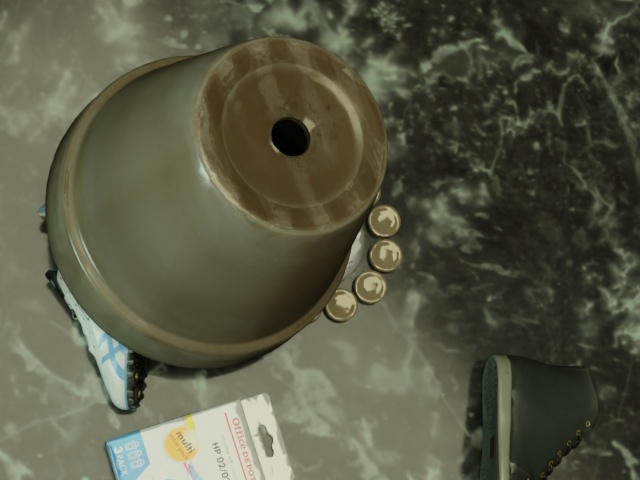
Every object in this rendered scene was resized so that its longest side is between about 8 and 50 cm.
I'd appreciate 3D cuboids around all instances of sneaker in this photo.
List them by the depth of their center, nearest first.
[{"bbox_3d":[-0.233,0.063,1.581,0.086,0.085,0.237,-15,82,4],"label":"sneaker"},{"bbox_3d":[0.236,0.234,1.625,0.118,0.083,0.222,5,79,-9],"label":"sneaker"}]

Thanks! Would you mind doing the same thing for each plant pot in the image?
[{"bbox_3d":[-0.079,-0.057,1.473,0.323,0.280,0.323,6,74,-22],"label":"plant pot"}]

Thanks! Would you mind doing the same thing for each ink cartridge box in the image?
[{"bbox_3d":[-0.120,0.229,1.576,0.181,0.061,0.104,-17,84,-12],"label":"ink cartridge box"}]

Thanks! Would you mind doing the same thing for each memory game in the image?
[{"bbox_3d":[0.000,0.000,1.662,0.186,0.012,0.186,2,80,-10],"label":"memory game"}]
